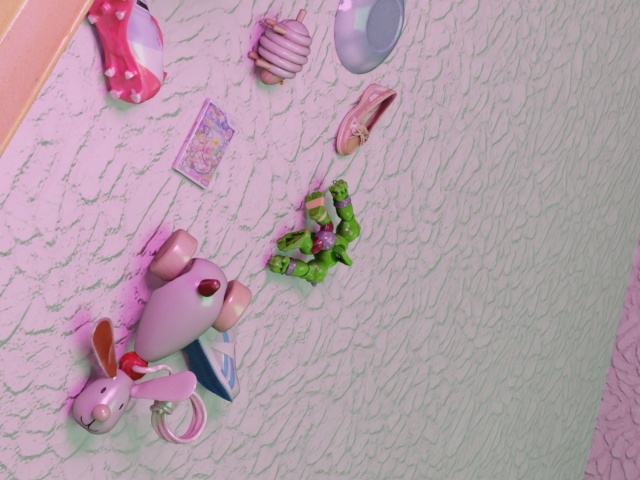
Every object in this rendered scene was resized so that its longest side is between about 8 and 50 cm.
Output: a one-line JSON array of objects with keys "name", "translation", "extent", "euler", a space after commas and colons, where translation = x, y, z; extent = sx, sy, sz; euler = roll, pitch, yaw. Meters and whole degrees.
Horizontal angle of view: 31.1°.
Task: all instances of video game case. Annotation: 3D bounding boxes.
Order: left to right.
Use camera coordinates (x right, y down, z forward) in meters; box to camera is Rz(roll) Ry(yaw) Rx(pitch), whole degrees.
[{"name": "video game case", "translation": [-0.176, -0.149, 1.785], "extent": [0.087, 0.011, 0.122], "euler": [36, 78, -54]}]

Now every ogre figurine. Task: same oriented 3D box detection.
[{"name": "ogre figurine", "translation": [0.000, 0.000, 2.030], "extent": [0.118, 0.097, 0.197], "euler": [49, 55, -40]}]

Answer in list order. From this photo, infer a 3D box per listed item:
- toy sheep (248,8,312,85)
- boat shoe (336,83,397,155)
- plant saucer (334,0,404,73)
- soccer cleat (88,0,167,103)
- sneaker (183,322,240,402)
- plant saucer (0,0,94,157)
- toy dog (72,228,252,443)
[{"name": "toy sheep", "translation": [-0.057, -0.303, 1.803], "extent": [0.091, 0.091, 0.132], "euler": [2, 124, -54]}, {"name": "boat shoe", "translation": [0.082, -0.214, 2.066], "extent": [0.153, 0.048, 0.056], "euler": [-55, 143, -19]}, {"name": "plant saucer", "translation": [0.099, -0.383, 2.012], "extent": [0.195, 0.037, 0.195], "euler": [-28, 128, -43]}, {"name": "soccer cleat", "translation": [-0.258, -0.301, 1.545], "extent": [0.095, 0.083, 0.248], "euler": [-54, 146, -47]}, {"name": "sneaker", "translation": [-0.170, 0.179, 1.900], "extent": [0.092, 0.087, 0.229], "euler": [-47, 142, -30]}, {"name": "plant saucer", "translation": [-0.427, -0.295, 1.309], "extent": [0.333, 0.081, 0.333], "euler": [-62, 144, -10]}, {"name": "toy dog", "translation": [-0.230, 0.148, 1.708], "extent": [0.220, 0.161, 0.334], "euler": [18, 86, -14]}]
